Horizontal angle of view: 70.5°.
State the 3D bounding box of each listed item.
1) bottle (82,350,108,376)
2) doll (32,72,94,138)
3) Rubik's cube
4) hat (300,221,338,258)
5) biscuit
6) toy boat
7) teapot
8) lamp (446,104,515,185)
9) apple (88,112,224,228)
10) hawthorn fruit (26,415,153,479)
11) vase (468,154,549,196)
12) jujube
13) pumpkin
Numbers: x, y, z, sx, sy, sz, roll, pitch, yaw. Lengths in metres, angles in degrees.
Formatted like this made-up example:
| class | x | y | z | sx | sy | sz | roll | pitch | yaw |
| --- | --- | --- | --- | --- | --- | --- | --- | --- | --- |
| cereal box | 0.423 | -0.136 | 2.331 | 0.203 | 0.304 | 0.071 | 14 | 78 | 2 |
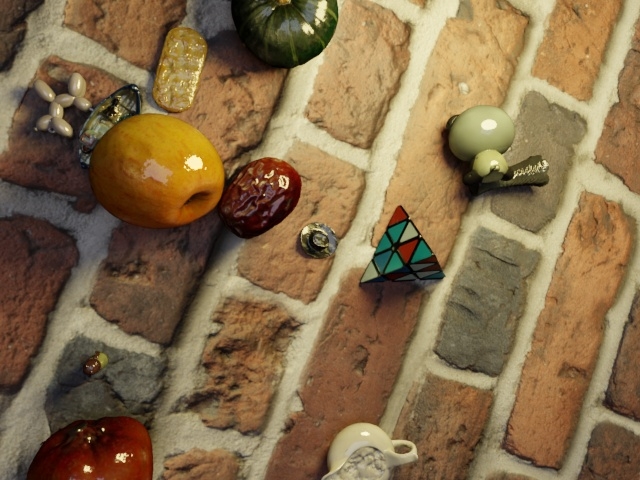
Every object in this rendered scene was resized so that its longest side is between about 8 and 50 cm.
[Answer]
| class | x | y | z | sx | sy | sz | roll | pitch | yaw |
| --- | --- | --- | --- | --- | --- | --- | --- | --- | --- |
| bottle | -0.599 | 0.327 | 1.196 | 0.047 | 0.101 | 0.063 | -8 | 91 | -11 |
| doll | -0.690 | -0.353 | 1.207 | 0.161 | 0.059 | 0.160 | -18 | 92 | -12 |
| Rubik's cube | 0.209 | 0.044 | 1.388 | 0.234 | 0.284 | 0.250 | -31 | 70 | 10 |
| hat | 0.000 | 0.000 | 1.353 | 0.121 | 0.050 | 0.121 | 0 | 89 | -15 |
| biscuit | -0.399 | -0.485 | 1.285 | 0.118 | 0.029 | 0.247 | 14 | 87 | -12 |
| toy boat | -0.564 | -0.303 | 1.203 | 0.114 | 0.115 | 0.262 | 34 | 83 | -10 |
| teapot | 0.134 | 0.642 | 1.331 | 0.298 | 0.139 | 0.204 | -18 | 91 | -11 |
| lamp | 0.499 | -0.295 | 1.387 | 0.197 | 0.198 | 0.244 | -2 | 72 | -12 |
| apple | -0.400 | -0.162 | 1.143 | 0.275 | 0.299 | 0.299 | 34 | 82 | 9 |
| hawthorn fruit | -0.553 | 0.594 | 1.123 | 0.295 | 0.295 | 0.311 | -30 | 96 | -11 |
| vase | 0.601 | -0.202 | 1.461 | 0.237 | 0.115 | 0.115 | -14 | 92 | -8 |
| jujube | -0.164 | -0.121 | 1.254 | 0.243 | 0.183 | 0.183 | -45 | 98 | -20 |
| pumpkin | -0.100 | -0.638 | 1.265 | 0.300 | 0.207 | 0.300 | 0 | 95 | 1 |
